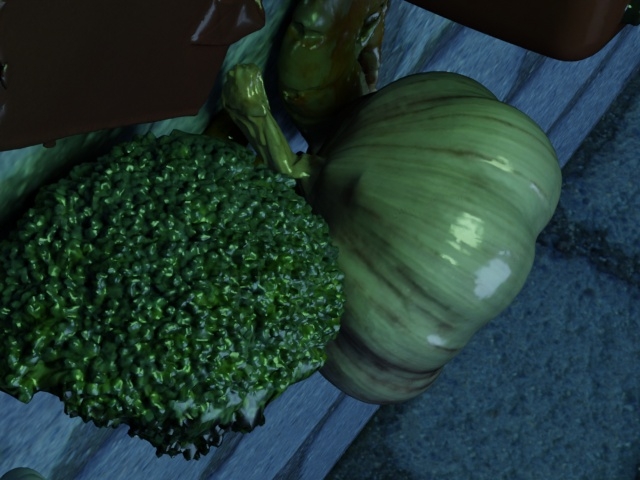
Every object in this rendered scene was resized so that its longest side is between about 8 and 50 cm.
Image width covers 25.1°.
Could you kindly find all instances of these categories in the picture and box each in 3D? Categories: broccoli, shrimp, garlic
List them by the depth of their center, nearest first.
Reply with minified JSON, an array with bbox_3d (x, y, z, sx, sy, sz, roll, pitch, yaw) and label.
[{"bbox_3d":[-0.097,0.036,0.874,0.226,0.198,0.176,-36,171,-4],"label":"broccoli"},{"bbox_3d":[0.026,-0.035,1.030,0.245,0.253,0.245,-45,-157,25],"label":"garlic"},{"bbox_3d":[0.020,-0.137,1.169,0.154,0.062,0.294,-57,167,-19],"label":"shrimp"}]

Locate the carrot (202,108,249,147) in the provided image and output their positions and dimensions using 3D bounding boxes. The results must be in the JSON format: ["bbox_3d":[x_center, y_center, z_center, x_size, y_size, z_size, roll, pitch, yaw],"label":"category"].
[{"bbox_3d":[-0.101,-0.032,1.040,0.171,0.042,0.042,-55,168,-16],"label":"carrot"}]

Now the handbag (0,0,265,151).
[{"bbox_3d":[-0.076,-0.175,0.678,0.260,0.084,0.275,-61,167,15],"label":"handbag"}]

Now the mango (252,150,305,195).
[{"bbox_3d":[-0.071,0.005,1.159,0.190,0.075,0.098,-54,152,7],"label":"mango"}]

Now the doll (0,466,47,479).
[{"bbox_3d":[-0.260,0.255,0.970,0.161,0.130,0.290,-46,-174,22],"label":"doll"}]

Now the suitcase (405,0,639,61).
[{"bbox_3d":[0.152,-0.261,0.946,0.297,0.236,0.161,-44,152,-42],"label":"suitcase"}]
